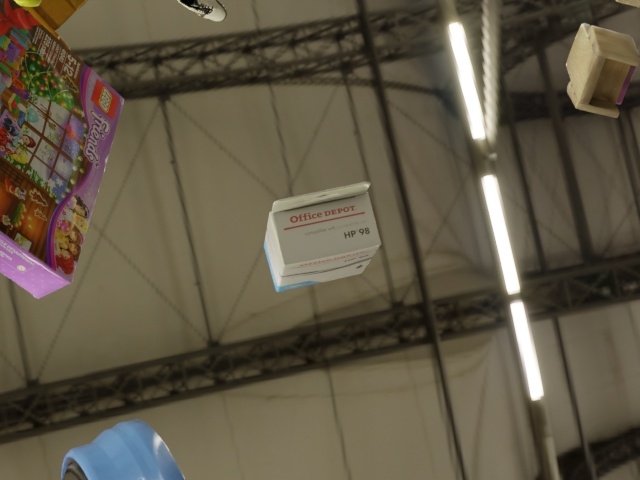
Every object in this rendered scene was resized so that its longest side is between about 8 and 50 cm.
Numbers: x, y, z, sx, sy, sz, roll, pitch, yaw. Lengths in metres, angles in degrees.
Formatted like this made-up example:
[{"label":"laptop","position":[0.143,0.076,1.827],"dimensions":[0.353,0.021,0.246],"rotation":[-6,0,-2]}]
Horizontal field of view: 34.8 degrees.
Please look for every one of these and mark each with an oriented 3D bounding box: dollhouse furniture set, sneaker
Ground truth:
[{"label":"dollhouse furniture set","position":[0.454,-0.268,1.107],"dimensions":[0.198,0.303,0.287],"rotation":[-79,4,-61]},{"label":"sneaker","position":[-0.188,-0.364,1.576],"dimensions":[0.109,0.040,0.044],"rotation":[24,-150,-40]}]

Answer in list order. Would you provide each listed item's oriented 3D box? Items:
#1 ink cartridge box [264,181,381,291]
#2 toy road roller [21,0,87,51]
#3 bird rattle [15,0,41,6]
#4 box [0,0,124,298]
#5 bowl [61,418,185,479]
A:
[{"label":"ink cartridge box","position":[0.000,0.000,1.067],"dimensions":[0.180,0.104,0.060],"rotation":[110,147,-76]},{"label":"toy road roller","position":[-0.514,-0.383,1.584],"dimensions":[0.240,0.202,0.329],"rotation":[-46,-62,-10]},{"label":"bird rattle","position":[-0.403,-0.417,1.260],"dimensions":[0.207,0.143,0.254],"rotation":[-41,-79,-31]},{"label":"box","position":[-0.328,-0.110,1.110],"dimensions":[0.201,0.057,0.293],"rotation":[43,-144,-36]},{"label":"bowl","position":[-0.163,0.370,0.963],"dimensions":[0.077,0.391,0.391],"rotation":[-12,-92,-24]}]
